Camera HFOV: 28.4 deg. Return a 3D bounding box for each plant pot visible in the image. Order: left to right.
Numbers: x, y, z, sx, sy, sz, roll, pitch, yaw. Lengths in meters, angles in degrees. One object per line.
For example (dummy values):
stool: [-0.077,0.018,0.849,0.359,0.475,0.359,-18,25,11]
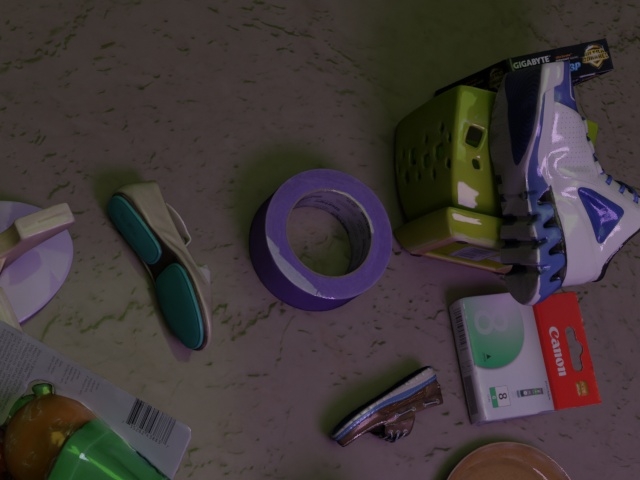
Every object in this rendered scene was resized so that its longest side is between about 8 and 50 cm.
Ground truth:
plant pot: [0.236,-0.074,1.808,0.227,0.228,0.207,12,78,-17]
plant pot: [0.265,0.403,1.777,0.236,0.032,0.236,6,73,-19]

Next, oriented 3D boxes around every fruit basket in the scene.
fruit basket: [-0.356,0.266,1.455,0.353,0.165,0.327,28,102,13]

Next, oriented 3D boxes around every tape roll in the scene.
tape roll: [0.000,0.000,1.771,0.189,0.080,0.189,6,72,-18]

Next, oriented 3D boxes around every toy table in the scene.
toy table: [-0.431,0.024,1.559,0.274,0.161,0.252,-35,88,-25]

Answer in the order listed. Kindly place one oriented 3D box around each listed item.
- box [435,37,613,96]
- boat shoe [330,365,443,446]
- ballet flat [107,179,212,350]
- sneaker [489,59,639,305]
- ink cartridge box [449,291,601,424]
box: [0.297,-0.236,1.875,0.175,0.220,0.051,-14,89,-23]
boat shoe: [0.099,0.242,1.743,0.183,0.066,0.066,-29,87,-25]
ballet flat: [-0.194,0.027,1.696,0.086,0.086,0.248,-26,84,-25]
sneaker: [0.333,-0.078,1.673,0.182,0.127,0.315,-4,96,-22]
ink cartridge box: [0.310,0.165,1.854,0.225,0.056,0.181,-6,77,-20]
